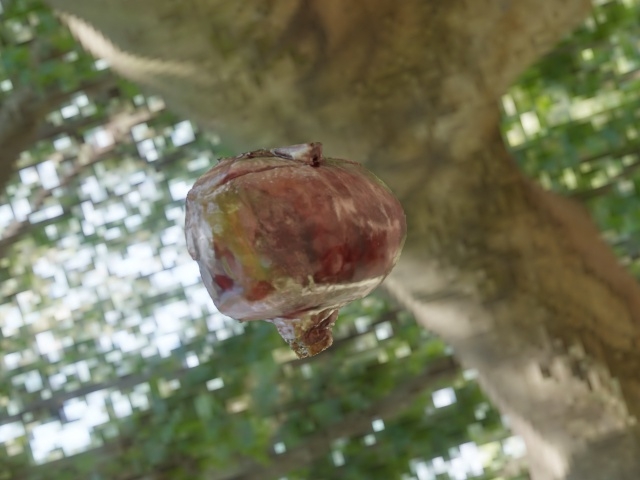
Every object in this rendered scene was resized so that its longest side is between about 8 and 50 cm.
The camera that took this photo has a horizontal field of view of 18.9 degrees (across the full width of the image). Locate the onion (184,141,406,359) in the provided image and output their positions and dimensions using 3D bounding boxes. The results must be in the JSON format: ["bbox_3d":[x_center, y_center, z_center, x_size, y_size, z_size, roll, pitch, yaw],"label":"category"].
[{"bbox_3d":[0.000,0.000,1.325,0.206,0.098,0.151,-20,-88,-61],"label":"onion"}]
